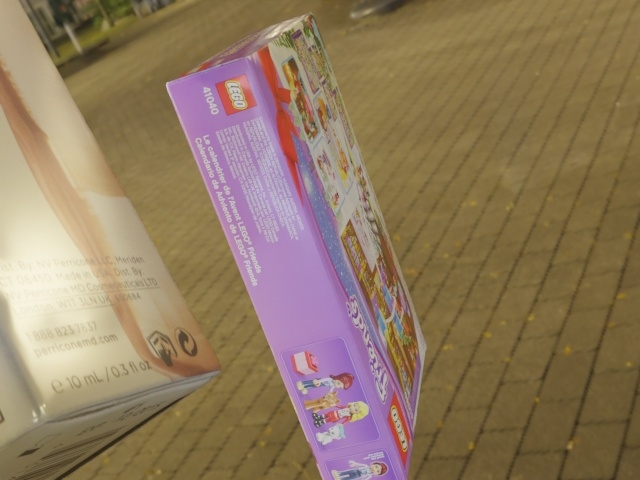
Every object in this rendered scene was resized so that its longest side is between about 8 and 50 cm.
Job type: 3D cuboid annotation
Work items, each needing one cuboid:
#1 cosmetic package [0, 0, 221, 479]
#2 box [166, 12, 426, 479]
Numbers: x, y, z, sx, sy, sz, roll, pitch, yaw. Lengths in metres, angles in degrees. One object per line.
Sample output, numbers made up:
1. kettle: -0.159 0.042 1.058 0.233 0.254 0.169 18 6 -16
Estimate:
1. cosmetic package: -0.193 -0.026 0.407 0.153 0.296 0.129 -34 -12 20
2. box: 0.000 0.000 0.649 0.057 0.293 0.201 -16 16 15
